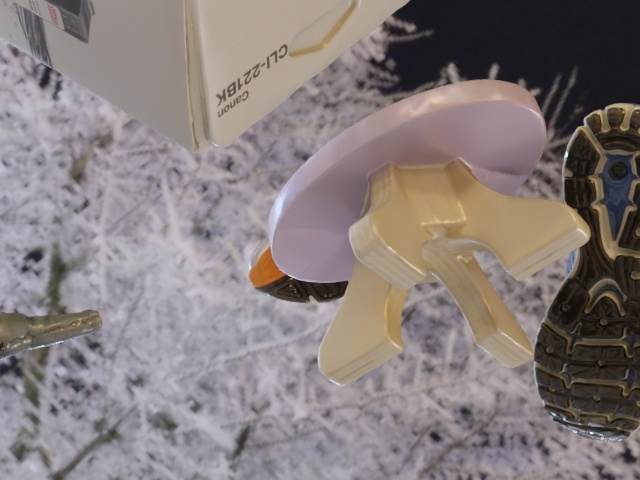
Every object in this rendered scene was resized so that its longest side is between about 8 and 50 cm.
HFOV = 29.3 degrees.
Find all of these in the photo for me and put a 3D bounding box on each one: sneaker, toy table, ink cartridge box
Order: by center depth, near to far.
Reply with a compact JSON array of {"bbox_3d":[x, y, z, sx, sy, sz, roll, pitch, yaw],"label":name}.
[{"bbox_3d":[-0.102,-0.193,0.681,0.272,0.197,0.114,31,-36,24],"label":"ink cartridge box"},{"bbox_3d":[0.089,0.002,1.051,0.252,0.161,0.274,23,-52,-38],"label":"toy table"},{"bbox_3d":[0.291,0.033,1.163,0.129,0.147,0.330,13,-74,25],"label":"sneaker"},{"bbox_3d":[0.000,0.000,1.349,0.121,0.262,0.099,-5,-74,44],"label":"sneaker"}]

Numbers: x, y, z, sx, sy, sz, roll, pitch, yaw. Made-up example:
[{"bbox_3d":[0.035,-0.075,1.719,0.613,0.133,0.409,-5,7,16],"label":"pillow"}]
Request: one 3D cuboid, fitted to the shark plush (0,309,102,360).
[{"bbox_3d":[-0.177,0.062,0.551,0.067,0.161,0.073,33,-66,47],"label":"shark plush"}]
